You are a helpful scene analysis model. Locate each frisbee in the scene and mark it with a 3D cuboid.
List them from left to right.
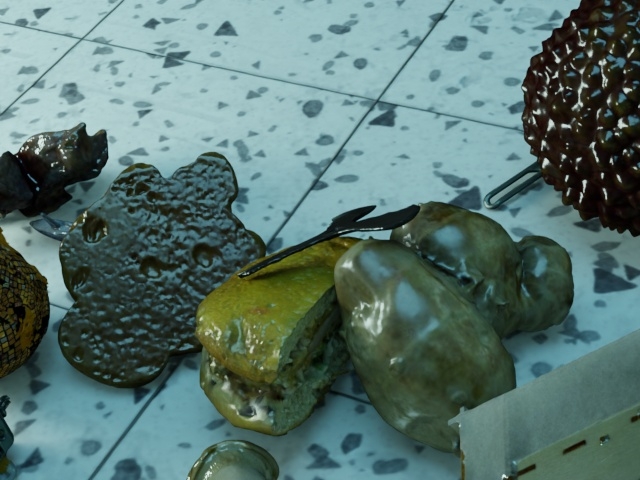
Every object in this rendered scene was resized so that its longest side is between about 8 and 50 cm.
[{"bbox_3d":[0.000,0.000,1.346,0.187,0.012,0.211,-24,8,-7],"label":"frisbee"}]

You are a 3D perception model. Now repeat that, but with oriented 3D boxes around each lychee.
[{"bbox_3d":[0.384,-0.164,1.488,0.306,0.306,0.330,-21,66,-15],"label":"lychee"}]

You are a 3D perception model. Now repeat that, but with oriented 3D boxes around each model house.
[{"bbox_3d":[0.311,0.210,1.150,0.326,0.244,0.169,-30,34,23],"label":"model house"}]

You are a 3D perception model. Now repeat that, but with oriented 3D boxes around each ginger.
[{"bbox_3d":[0.141,0.066,1.346,0.244,0.155,0.304,41,48,2],"label":"ginger"}]

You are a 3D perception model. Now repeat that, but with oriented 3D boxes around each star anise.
[{"bbox_3d":[-0.366,-0.073,1.623,0.220,0.099,0.214,-24,9,14],"label":"star anise"}]

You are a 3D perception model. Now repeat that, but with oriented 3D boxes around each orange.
[{"bbox_3d":[-0.408,0.053,1.418,0.182,0.234,0.234,-38,47,-4],"label":"orange"}]

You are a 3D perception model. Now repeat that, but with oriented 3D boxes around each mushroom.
[{"bbox_3d":[-0.069,0.274,1.221,0.097,0.088,0.212,-43,37,9],"label":"mushroom"}]

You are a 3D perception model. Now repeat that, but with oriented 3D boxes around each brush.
[{"bbox_3d":[0.303,-0.112,1.640,0.266,0.027,0.062,-34,47,-26],"label":"brush"}]

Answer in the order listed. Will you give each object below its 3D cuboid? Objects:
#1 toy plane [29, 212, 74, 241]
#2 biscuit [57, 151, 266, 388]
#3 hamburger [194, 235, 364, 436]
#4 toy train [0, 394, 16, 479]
[{"bbox_3d":[-0.261,-0.004,1.559,0.267,0.088,0.212,16,70,28],"label":"toy plane"},{"bbox_3d":[-0.184,0.028,1.457,0.208,0.041,0.290,31,77,4],"label":"biscuit"},{"bbox_3d":[-0.041,0.093,1.376,0.156,0.144,0.283,3,26,25],"label":"hamburger"},{"bbox_3d":[-0.395,0.236,1.316,0.127,0.089,0.219,3,42,28],"label":"toy train"}]
